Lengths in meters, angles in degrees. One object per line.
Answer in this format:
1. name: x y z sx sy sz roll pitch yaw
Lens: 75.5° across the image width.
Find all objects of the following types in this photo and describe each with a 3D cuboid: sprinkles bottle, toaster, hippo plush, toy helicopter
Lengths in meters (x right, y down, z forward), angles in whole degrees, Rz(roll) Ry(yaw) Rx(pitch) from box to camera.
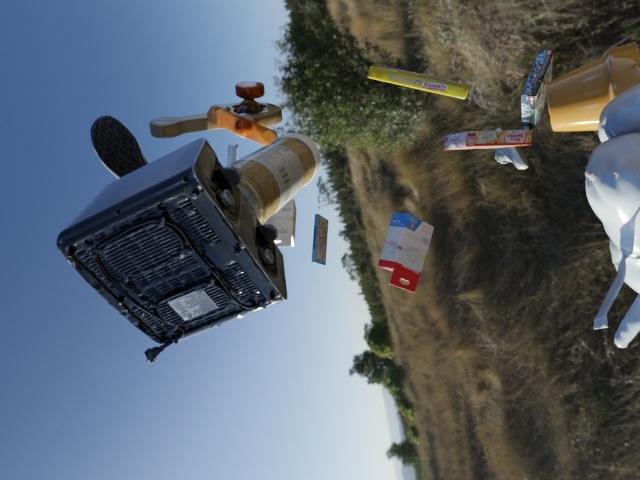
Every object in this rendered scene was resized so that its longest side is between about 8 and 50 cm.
1. sprinkles bottle: -0.100 -0.121 0.801 0.355 0.121 0.121 -57 -41 -62
2. toaster: -0.145 0.011 0.428 0.168 0.185 0.110 59 -165 -31
3. hippo plush: 0.412 -0.039 0.388 0.234 0.236 0.294 27 -105 -40
4. toy helicopter: -0.266 -0.313 1.100 0.235 0.355 0.140 46 144 45

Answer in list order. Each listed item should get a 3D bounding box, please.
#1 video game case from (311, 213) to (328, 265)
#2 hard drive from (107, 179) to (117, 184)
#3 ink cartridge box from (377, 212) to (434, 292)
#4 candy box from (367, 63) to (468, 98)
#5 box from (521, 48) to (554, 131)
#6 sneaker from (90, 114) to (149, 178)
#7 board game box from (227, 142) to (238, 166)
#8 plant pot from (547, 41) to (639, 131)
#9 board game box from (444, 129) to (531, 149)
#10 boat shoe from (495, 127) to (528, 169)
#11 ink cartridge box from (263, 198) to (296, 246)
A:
1. video game case: 0.000 0.000 1.441 0.119 0.015 0.166 26 -113 -70
2. hard drive: -0.393 -0.031 1.126 0.064 0.236 0.339 -17 94 67
3. ink cartridge box: 0.275 0.041 1.357 0.078 0.134 0.231 9 79 56
4. candy box: 0.208 -0.344 0.887 0.105 0.205 0.027 -62 -14 -63
5. box: 0.706 -0.481 1.346 0.233 0.044 0.159 26 -94 -61
6. sneaker: -0.422 -0.161 0.918 0.097 0.084 0.235 22 144 58
7. board game box: -0.217 -0.192 1.023 0.090 0.020 0.090 -107 22 -73
8. plant pot: 0.682 -0.359 1.035 0.205 0.188 0.205 12 -104 -54
9. board game box: 0.483 -0.294 1.209 0.147 0.193 0.045 -125 33 -79
10. boat shoe: 0.691 -0.326 1.537 0.079 0.081 0.228 24 -142 -32
11. ink cartridge box: -0.144 -0.044 1.390 0.067 0.115 0.198 84 -174 -54
